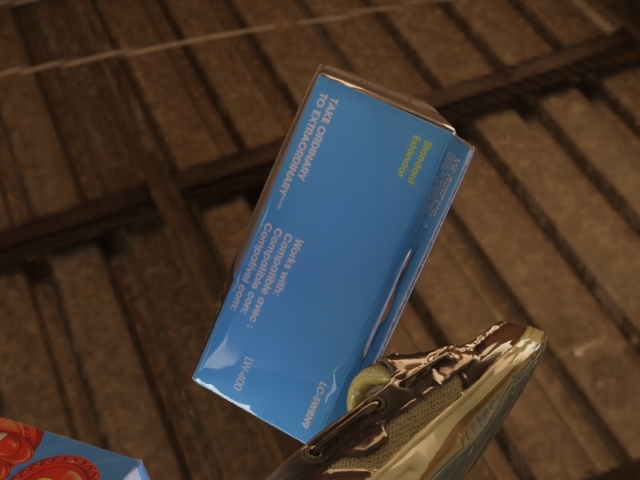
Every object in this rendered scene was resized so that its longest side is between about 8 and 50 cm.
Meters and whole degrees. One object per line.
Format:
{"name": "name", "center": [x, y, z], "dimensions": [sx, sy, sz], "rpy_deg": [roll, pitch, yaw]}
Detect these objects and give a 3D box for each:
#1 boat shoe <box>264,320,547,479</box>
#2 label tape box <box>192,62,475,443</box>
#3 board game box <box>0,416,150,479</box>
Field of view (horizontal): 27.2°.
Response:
{"name": "boat shoe", "center": [0.047, 0.088, 0.664], "dimensions": [0.073, 0.080, 0.223], "rpy_deg": [31, -146, 16]}
{"name": "label tape box", "center": [0.000, 0.000, 0.971], "dimensions": [0.105, 0.241, 0.334], "rpy_deg": [23, -171, -4]}
{"name": "board game box", "center": [-0.294, 0.216, 0.746], "dimensions": [0.302, 0.086, 0.308], "rpy_deg": [10, -142, 31]}
